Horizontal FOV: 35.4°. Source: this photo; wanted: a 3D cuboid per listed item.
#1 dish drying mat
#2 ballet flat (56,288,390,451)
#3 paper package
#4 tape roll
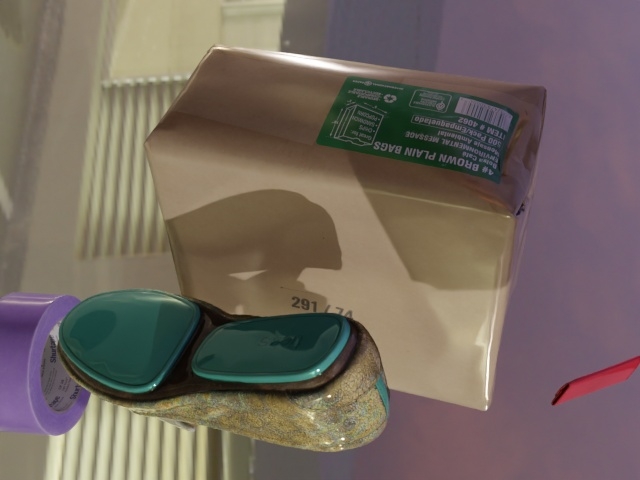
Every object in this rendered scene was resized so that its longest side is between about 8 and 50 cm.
[{"bbox_3d":[0.222,0.112,0.807,0.008,0.083,0.032,59,-35,30],"label":"dish drying mat"},{"bbox_3d":[-0.088,0.115,0.846,0.123,0.348,0.123,-1,91,-51],"label":"ballet flat"},{"bbox_3d":[0.028,-0.011,0.953,0.309,0.325,0.168,85,21,-50],"label":"paper package"},{"bbox_3d":[-0.377,0.164,1.343,0.189,0.080,0.189,2,90,-75],"label":"tape roll"}]
